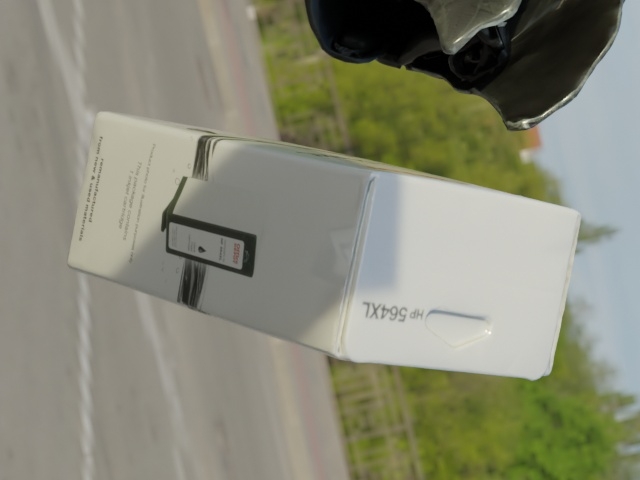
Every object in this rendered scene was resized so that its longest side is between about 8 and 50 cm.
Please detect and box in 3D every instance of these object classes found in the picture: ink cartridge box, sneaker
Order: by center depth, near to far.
[{"bbox_3d":[0.023,-0.080,0.425,0.051,0.089,0.170,53,-13,-33],"label":"sneaker"},{"bbox_3d":[0.000,0.000,0.882,0.203,0.148,0.085,15,-85,46],"label":"ink cartridge box"}]
